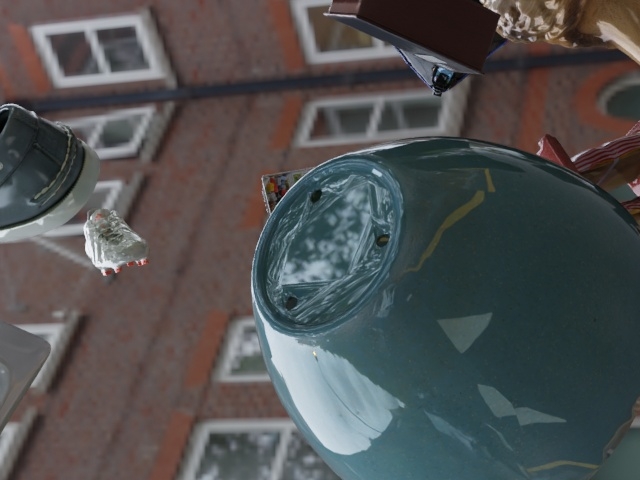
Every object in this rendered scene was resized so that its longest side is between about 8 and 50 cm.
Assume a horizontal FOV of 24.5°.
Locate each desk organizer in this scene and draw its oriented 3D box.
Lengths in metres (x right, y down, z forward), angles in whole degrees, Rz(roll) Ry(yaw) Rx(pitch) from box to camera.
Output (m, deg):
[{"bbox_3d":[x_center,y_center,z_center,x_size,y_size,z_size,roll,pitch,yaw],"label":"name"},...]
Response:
[{"bbox_3d":[0.073,-0.174,1.142,0.130,0.047,0.050,19,-91,-33],"label":"desk organizer"}]

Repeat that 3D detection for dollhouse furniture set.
[{"bbox_3d":[0.383,-0.118,1.561,0.201,0.374,0.152,-19,-112,-36],"label":"dollhouse furniture set"}]

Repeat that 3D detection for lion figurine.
[{"bbox_3d":[0.392,-0.255,1.725,0.240,0.392,0.142,-53,-16,12],"label":"lion figurine"}]

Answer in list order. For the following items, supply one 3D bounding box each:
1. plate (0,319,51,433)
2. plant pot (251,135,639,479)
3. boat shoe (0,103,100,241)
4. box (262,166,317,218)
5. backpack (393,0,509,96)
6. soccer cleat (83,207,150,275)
[{"bbox_3d":[-0.495,0.194,1.749,0.278,0.045,0.277,30,-88,-30],"label":"plate"},{"bbox_3d":[0.065,0.040,1.041,0.195,0.290,0.290,33,-127,-42],"label":"plant pot"},{"bbox_3d":[-0.335,-0.039,1.237,0.099,0.319,0.116,44,-139,-43],"label":"boat shoe"},{"bbox_3d":[0.000,0.000,1.858,0.036,0.114,0.207,91,166,-56],"label":"box"},{"bbox_3d":[0.176,-0.304,1.944,0.158,0.173,0.117,45,-150,-13],"label":"backpack"},{"bbox_3d":[-0.267,-0.002,1.868,0.196,0.068,0.076,-169,65,-69],"label":"soccer cleat"}]
